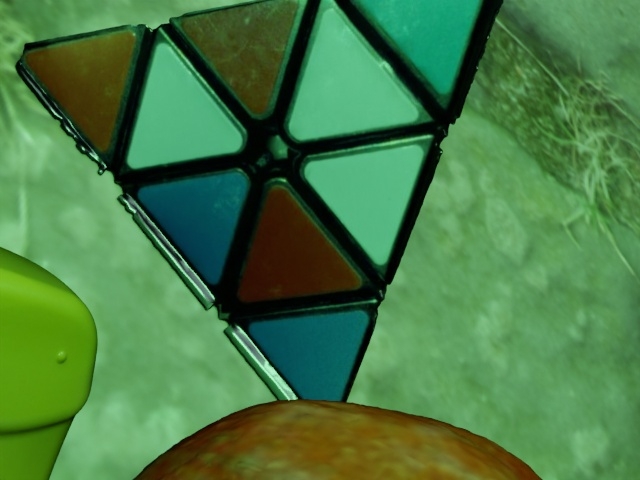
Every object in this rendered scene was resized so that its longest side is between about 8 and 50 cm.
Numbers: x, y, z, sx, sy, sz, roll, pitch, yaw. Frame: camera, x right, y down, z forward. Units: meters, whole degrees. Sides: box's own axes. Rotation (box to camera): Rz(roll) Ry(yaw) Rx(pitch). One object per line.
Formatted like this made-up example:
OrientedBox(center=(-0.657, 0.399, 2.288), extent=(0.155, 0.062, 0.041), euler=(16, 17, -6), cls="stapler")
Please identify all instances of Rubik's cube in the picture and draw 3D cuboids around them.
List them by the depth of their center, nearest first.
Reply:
OrientedBox(center=(0.000, 0.000, 0.758), extent=(0.250, 0.284, 0.234), euler=(22, 62, -73), cls="Rubik's cube")

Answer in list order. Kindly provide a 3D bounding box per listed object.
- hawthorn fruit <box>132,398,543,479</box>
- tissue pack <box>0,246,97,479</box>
OrientedBox(center=(-0.026, 0.168, 0.521), extent=(0.271, 0.242, 0.242), euler=(30, 35, 24), cls="hawthorn fruit")
OrientedBox(center=(-0.170, 0.078, 0.470), extent=(0.123, 0.127, 0.178), euler=(20, 87, -46), cls="tissue pack")
